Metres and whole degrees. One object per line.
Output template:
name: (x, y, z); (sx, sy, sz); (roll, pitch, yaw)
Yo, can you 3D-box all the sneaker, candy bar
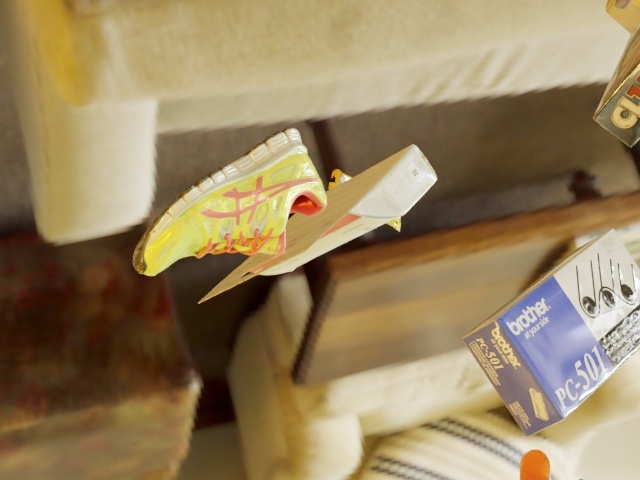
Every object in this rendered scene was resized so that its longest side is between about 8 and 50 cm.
sneaker: (-0.073, -0.018, 1.325); (0.208, 0.094, 0.081); (-35, 179, -28)
candy bar: (0.061, -0.050, 1.857); (0.018, 0.040, 0.161); (4, 168, 38)

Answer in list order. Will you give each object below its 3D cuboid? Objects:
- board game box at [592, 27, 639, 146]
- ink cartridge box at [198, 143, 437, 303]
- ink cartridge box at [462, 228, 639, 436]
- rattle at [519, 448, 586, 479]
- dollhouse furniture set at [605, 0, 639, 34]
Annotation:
board game box: (0.317, -0.197, 1.272); (0.165, 0.042, 0.243); (-55, 180, 34)
ink cartridge box: (0.000, 0.000, 1.603); (0.189, 0.066, 0.232); (-27, -164, 44)
ink cartridge box: (0.211, 0.073, 1.247); (0.046, 0.097, 0.207); (-35, 178, 43)
rattle: (0.180, 0.297, 1.303); (0.130, 0.199, 0.142); (3, 116, -6)
dollhouse furniture set: (0.194, -0.139, 0.730); (0.081, 0.091, 0.114); (19, 178, 4)
